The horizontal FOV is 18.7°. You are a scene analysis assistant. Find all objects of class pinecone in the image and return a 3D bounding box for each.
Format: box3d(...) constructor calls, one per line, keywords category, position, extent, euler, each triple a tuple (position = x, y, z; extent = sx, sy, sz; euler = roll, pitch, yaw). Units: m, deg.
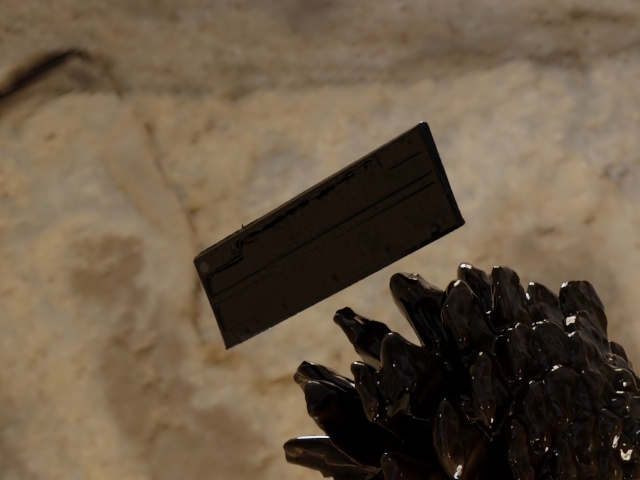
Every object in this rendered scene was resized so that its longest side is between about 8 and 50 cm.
box3d(category="pinecone", position=(0.081, 0.117, 1.053), extent=(0.229, 0.201, 0.202), euler=(45, -164, -36))

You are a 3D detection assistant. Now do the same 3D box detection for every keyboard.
box3d(category="keyboard", position=(0.000, 0.000, 1.100), extent=(0.010, 0.198, 0.063), euler=(-9, -105, -48))
